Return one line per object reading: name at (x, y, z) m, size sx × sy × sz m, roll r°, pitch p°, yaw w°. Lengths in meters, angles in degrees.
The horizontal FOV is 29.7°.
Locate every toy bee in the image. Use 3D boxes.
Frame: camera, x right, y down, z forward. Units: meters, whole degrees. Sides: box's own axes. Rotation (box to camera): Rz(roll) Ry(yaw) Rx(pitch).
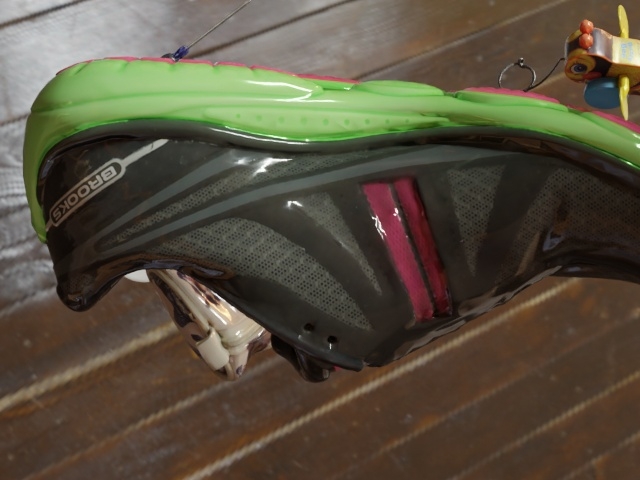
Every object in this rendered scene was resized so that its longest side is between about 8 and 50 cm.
toy bee at (0.450, -0.277, 1.911) m, size 0.298 × 0.195 × 0.162 m, roll -16°, pitch 156°, yaw -3°

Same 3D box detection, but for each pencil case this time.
pencil case at (0.000, 0.000, 1.361) m, size 0.410 × 0.183 × 0.160 m, roll -32°, pitch 115°, yaw -22°

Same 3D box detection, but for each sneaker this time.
sneaker at (0.047, -0.005, 0.804) m, size 0.483 × 0.185 × 0.202 m, roll 6°, pitch 96°, yaw 3°

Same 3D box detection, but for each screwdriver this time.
screwdriver at (-0.156, -0.249, 1.504) m, size 0.170 × 0.025 × 0.024 m, roll -39°, pitch 118°, yaw 1°

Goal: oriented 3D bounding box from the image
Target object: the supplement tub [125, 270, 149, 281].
supplement tub at (-0.272, -0.034, 1.627) m, size 0.144 × 0.200 × 0.144 m, roll -14°, pitch 116°, yaw -31°
